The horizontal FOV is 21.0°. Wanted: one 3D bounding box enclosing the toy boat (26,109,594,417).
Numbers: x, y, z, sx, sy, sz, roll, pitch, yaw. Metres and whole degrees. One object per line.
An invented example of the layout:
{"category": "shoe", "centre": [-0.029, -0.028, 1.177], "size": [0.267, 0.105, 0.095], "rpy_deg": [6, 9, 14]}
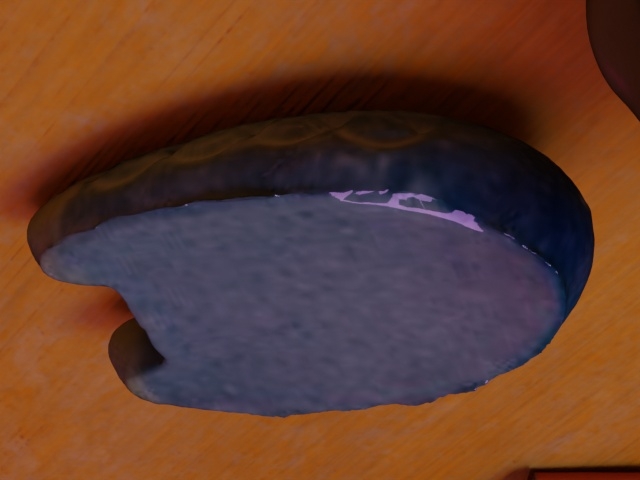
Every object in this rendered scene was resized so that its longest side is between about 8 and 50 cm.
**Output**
{"category": "toy boat", "centre": [0.000, 0.000, 1.040], "size": [0.330, 0.123, 0.215], "rpy_deg": [-9, 134, 21]}

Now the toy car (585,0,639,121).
{"category": "toy car", "centre": [0.260, -0.034, 0.833], "size": [0.242, 0.336, 0.226], "rpy_deg": [5, 141, -15]}

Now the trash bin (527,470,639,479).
{"category": "trash bin", "centre": [0.267, 0.273, 1.342], "size": [0.239, 0.184, 0.161], "rpy_deg": [5, 140, -5]}
